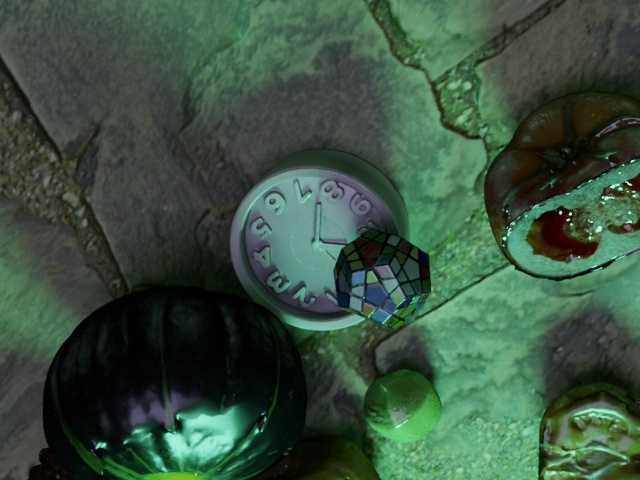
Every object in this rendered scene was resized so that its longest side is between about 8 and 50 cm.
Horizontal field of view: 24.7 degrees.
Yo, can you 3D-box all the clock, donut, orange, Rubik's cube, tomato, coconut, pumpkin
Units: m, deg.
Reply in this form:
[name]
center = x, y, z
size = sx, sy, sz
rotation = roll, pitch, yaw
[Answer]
[clock]
center = 0.000, 0.000, 1.648
size = 0.197, 0.068, 0.196
rotation = 3, 111, 9
[donut]
center = -0.048, 0.329, 1.709
size = 0.261, 0.208, 0.128
rotation = -23, 103, 14
[orange]
center = 0.312, 0.241, 1.657
size = 0.170, 0.112, 0.160
rotation = -36, 89, -3
[Rubik's cube]
center = 0.066, 0.041, 1.563
size = 0.093, 0.111, 0.111
rotation = -24, 106, 45
[tomato]
center = 0.271, -0.074, 1.516
size = 0.214, 0.155, 0.180
rotation = -25, 140, 14
[coconut]
center = 0.093, 0.190, 1.694
size = 0.088, 0.087, 0.096
rotation = -20, 135, 17
[pumpkin]
center = -0.157, 0.150, 1.645
size = 0.296, 0.296, 0.295
rotation = 4, 111, 10

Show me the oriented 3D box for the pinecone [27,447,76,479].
[pinecone]
center = -0.277, 0.319, 1.781
size = 0.174, 0.173, 0.173
rotation = 4, 111, 10
